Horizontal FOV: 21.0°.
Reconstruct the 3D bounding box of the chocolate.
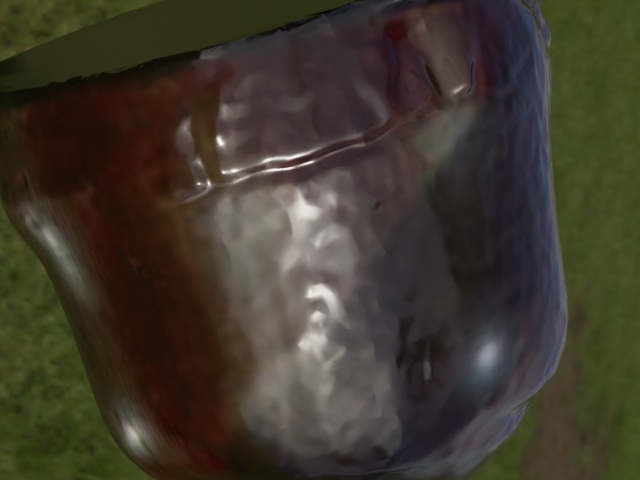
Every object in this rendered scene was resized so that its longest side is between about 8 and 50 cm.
[{"bbox_3d":[0.000,0.000,1.086,0.383,0.383,0.331,-42,118,-57],"label":"chocolate"}]
